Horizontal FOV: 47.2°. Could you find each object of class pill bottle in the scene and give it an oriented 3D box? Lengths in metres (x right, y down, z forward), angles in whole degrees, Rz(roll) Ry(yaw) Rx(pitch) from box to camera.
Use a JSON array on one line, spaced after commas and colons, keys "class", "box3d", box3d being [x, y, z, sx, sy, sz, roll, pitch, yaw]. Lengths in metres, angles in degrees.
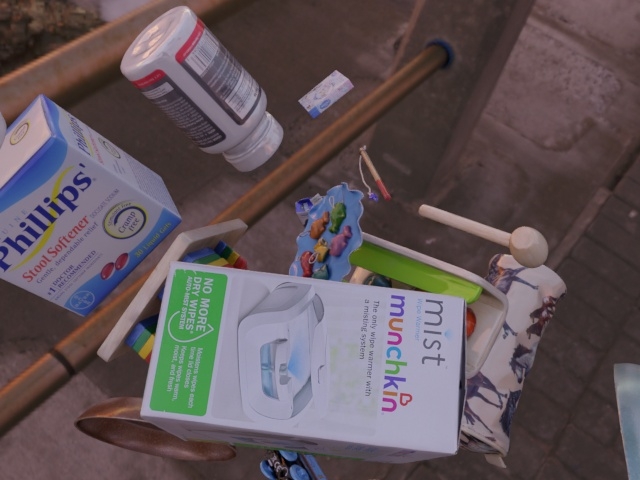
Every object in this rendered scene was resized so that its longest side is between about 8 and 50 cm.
[{"class": "pill bottle", "box3d": [-0.218, -0.283, 1.438, 0.318, 0.176, 0.176, 45, 41, -35]}]

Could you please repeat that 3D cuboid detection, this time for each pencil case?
[{"class": "pencil case", "box3d": [0.345, 0.216, 1.416, 0.183, 0.160, 0.410, 48, 59, -33]}]

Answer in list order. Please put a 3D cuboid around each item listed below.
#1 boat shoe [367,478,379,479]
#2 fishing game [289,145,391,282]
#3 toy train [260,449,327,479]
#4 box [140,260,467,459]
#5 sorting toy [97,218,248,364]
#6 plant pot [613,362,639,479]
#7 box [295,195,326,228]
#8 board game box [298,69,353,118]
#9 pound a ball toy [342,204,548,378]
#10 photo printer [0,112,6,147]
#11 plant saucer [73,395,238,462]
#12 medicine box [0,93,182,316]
[{"class": "boat shoe", "box3d": [0.056, 0.502, 1.122, 0.093, 0.102, 0.285, 0, 46, 2]}, {"class": "fishing game", "box3d": [0.000, 0.000, 1.008, 0.041, 0.264, 0.189, 21, 28, -25]}, {"class": "toy train", "box3d": [-0.033, 0.435, 1.309, 0.105, 0.080, 0.184, 23, 24, -50]}, {"class": "box", "box3d": [-0.014, 0.120, 0.653, 0.231, 0.262, 0.126, 8, 71, -2]}, {"class": "sorting toy", "box3d": [-0.224, 0.099, 1.272, 0.089, 0.257, 0.255, 39, 15, 8]}, {"class": "plant pot", "box3d": [0.425, 0.260, 0.736, 0.196, 0.293, 0.293, -11, 48, 22]}, {"class": "box", "box3d": [-0.001, -0.052, 1.517, 0.081, 0.136, 0.028, -9, 68, 10]}, {"class": "board game box", "box3d": [0.009, -0.261, 1.303, 0.090, 0.020, 0.090, -39, 26, 5]}, {"class": "pound a ball toy", "box3d": [0.155, 0.057, 1.041, 0.319, 0.136, 0.208, 21, 81, 44]}, {"class": "photo printer", "box3d": [-0.385, -0.064, 0.518, 0.107, 0.256, 0.307, -1, 56, 33]}, {"class": "plant saucer", "box3d": [-0.194, 0.227, 0.886, 0.199, 0.198, 0.036, 12, 63, -5]}, {"class": "medicine box", "box3d": [-0.439, -0.050, 1.252, 0.263, 0.289, 0.149, -44, 47, 8]}]
